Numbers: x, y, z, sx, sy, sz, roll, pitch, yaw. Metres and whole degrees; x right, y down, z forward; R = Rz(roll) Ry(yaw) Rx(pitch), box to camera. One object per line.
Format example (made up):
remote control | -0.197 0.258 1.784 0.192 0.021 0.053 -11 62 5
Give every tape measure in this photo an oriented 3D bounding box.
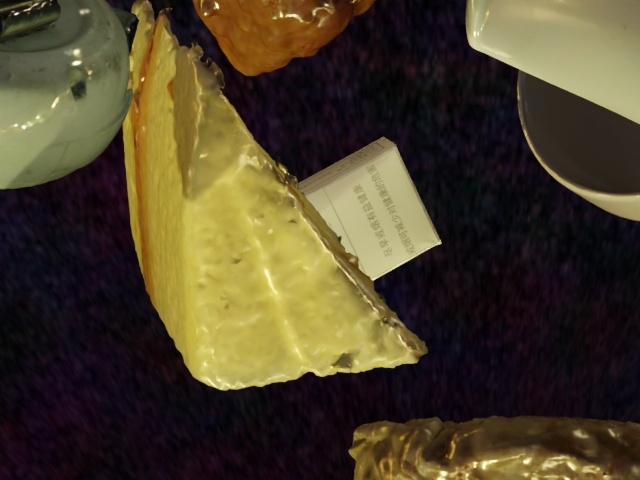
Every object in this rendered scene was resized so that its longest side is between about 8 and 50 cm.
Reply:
tape measure | -0.211 -0.063 0.841 0.164 0.084 0.330 27 33 23

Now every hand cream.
hand cream | 0.140 -0.086 0.853 0.048 0.255 0.079 -2 74 40

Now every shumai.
shumai | 0.174 0.277 1.632 0.314 0.267 0.262 -9 77 43

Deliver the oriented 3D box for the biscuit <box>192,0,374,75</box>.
biscuit | 0.001 -0.379 1.696 0.395 0.166 0.343 -45 109 -24

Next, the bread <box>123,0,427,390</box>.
bread | -0.035 -0.046 1.106 0.135 0.240 0.178 -6 113 -13

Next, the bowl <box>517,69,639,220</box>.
bowl | 0.293 -0.130 1.401 0.287 0.144 0.287 -27 49 35

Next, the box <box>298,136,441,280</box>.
box | 0.000 0.000 1.397 0.154 0.040 0.084 -28 110 -6
